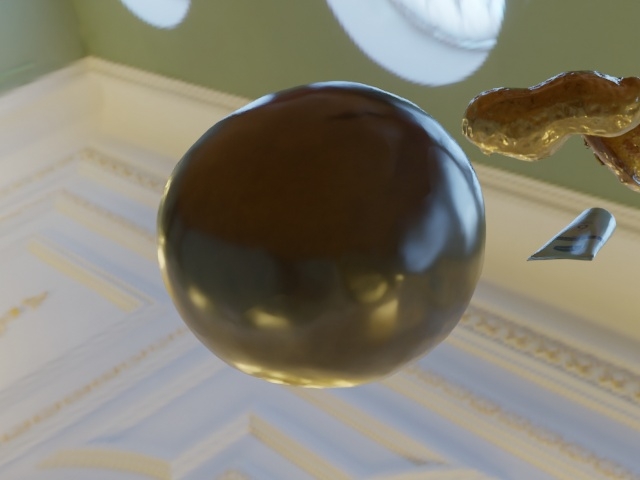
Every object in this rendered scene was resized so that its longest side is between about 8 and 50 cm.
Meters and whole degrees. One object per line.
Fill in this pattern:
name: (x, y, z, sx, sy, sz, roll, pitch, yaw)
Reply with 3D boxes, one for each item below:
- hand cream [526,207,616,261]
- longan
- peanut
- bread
hand cream: (0.460, 0.003, 2.056, 0.109, 0.067, 0.321, 0, -167, 25)
longan: (-0.003, -0.003, 1.039, 0.297, 0.297, 0.297, -12, -152, 6)
peanut: (0.332, -0.181, 1.651, 0.263, 0.117, 0.101, -14, -147, 17)
bread: (0.630, -0.215, 2.380, 0.146, 0.268, 0.268, -40, -160, 23)
